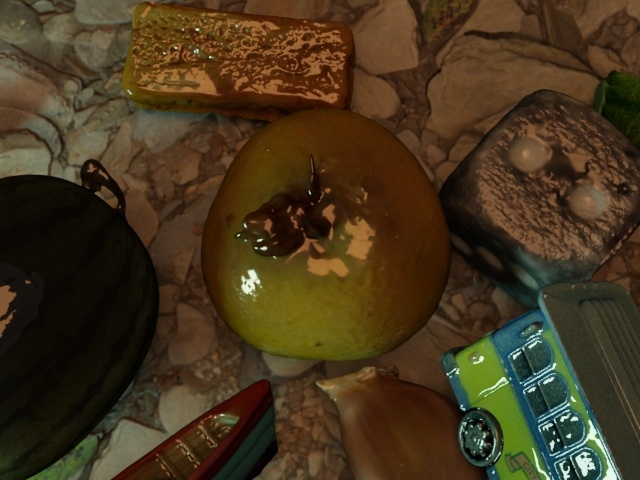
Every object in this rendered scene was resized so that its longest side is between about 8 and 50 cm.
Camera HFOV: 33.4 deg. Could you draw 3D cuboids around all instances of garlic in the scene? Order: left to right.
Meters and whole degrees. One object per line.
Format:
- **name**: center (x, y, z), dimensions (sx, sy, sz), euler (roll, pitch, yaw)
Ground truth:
- **garlic**: center (0.106, 0.254, 1.102), dimensions (0.148, 0.128, 0.266), euler (-17, 42, -3)

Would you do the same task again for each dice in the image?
- **dice**: center (0.244, -0.043, 1.172), dimensions (0.183, 0.182, 0.181), euler (41, 79, 8)

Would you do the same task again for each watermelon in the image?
- **watermelon**: center (-0.315, 0.082, 1.094), dimensions (0.279, 0.279, 0.359), euler (39, 77, 8)

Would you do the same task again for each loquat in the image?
- **loquat**: center (0.000, 0.000, 1.118), dimensions (0.274, 0.275, 0.275), euler (0, 77, 0)

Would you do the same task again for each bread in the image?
- **bread**: center (-0.095, -0.202, 1.264), dimensions (0.270, 0.077, 0.139), euler (5, 81, 3)

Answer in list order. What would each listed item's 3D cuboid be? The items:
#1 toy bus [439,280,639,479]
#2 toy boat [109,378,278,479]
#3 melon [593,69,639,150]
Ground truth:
- **toy bus**: center (0.262, 0.214, 1.042), dimensions (0.152, 0.190, 0.312), euler (0, 60, -40)
- **toy boat**: center (-0.173, 0.268, 1.074), dimensions (0.392, 0.136, 0.079), euler (-32, 108, -41)
- **melon**: center (0.459, -0.093, 1.220), dimensions (0.323, 0.196, 0.124), euler (21, 42, 12)
